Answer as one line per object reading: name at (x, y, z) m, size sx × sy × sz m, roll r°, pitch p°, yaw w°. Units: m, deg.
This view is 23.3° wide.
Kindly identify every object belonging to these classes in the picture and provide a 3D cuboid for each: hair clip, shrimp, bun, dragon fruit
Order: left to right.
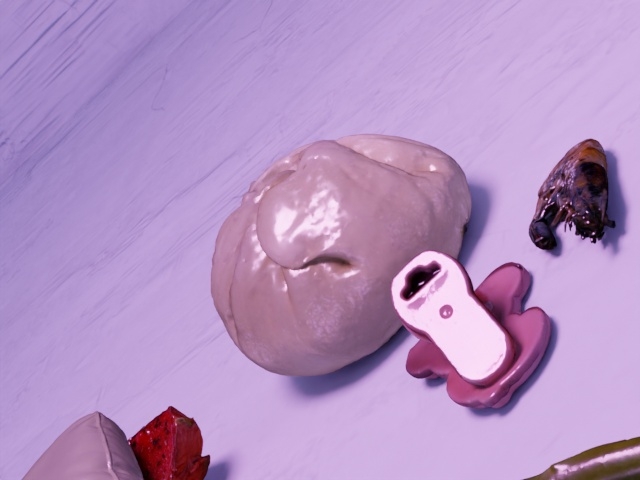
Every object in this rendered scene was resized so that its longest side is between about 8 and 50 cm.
dragon fruit at (-0.147, 0.234, 1.405) m, size 0.162 × 0.083 × 0.106 m, roll -37°, pitch 52°, yaw 28°
bun at (0.000, 0.000, 1.383) m, size 0.259 × 0.160 × 0.259 m, roll -40°, pitch 25°, yaw 24°
hair clip at (0.123, 0.076, 1.179) m, size 0.123 × 0.102 × 0.138 m, roll -49°, pitch 53°, yaw 6°
shrimp at (0.196, -0.023, 1.207) m, size 0.091 × 0.034 × 0.161 m, roll -54°, pitch 11°, yaw 23°

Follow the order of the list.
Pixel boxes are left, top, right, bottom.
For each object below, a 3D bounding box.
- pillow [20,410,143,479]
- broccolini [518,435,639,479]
pillow at (-0.244, 0.328, 1.318) m, size 0.322 × 0.120 × 0.255 m, roll -49°, pitch 39°, yaw 13°
broccolini at (0.134, 0.167, 0.981) m, size 0.392 × 0.079 × 0.074 m, roll -26°, pitch 20°, yaw 34°
